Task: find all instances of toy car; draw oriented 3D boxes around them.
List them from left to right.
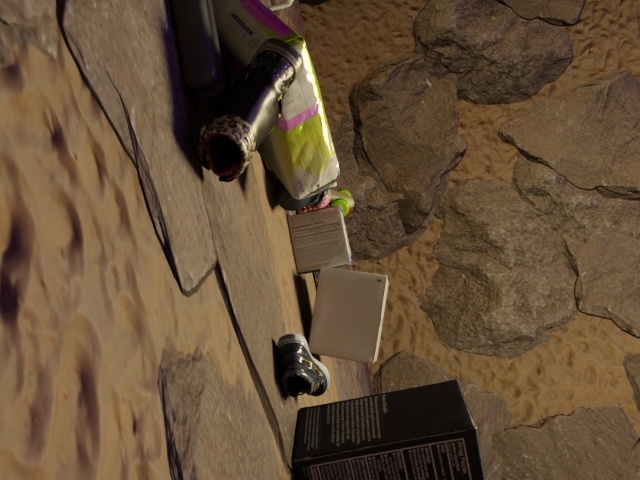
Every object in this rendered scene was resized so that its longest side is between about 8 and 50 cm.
[{"bbox_3d":[0.005,-0.056,2.042,0.155,0.149,0.188,-70,177,-73],"label":"toy car"}]

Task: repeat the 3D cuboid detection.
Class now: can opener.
[{"bbox_3d":[-0.151,-0.336,0.953,0.076,0.095,0.283,47,31,-78],"label":"can opener"}]

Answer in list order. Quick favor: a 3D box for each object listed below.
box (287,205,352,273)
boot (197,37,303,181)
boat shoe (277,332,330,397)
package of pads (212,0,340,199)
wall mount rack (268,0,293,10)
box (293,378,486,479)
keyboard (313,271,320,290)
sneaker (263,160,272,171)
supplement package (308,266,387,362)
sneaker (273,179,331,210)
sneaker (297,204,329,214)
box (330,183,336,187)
[{"bbox_3d":[0.000,0.000,1.644,0.072,0.126,0.137,30,49,-81],"label":"box"},{"bbox_3d":[-0.117,-0.150,0.977,0.236,0.085,0.178,-45,-164,58],"label":"boot"},{"bbox_3d":[-0.029,0.239,1.204,0.183,0.065,0.083,62,17,-47],"label":"boat shoe"},{"bbox_3d":[-0.075,-0.237,1.175,0.229,0.101,0.296,53,-13,44],"label":"package of pads"},{"bbox_3d":[-0.125,-0.581,1.573,0.304,0.131,0.349,71,8,-53],"label":"wall mount rack"},{"bbox_3d":[0.132,0.428,1.217,0.182,0.294,0.296,-82,161,-74],"label":"box"},{"bbox_3d":[0.007,0.117,1.953,0.100,0.038,0.191,20,60,-84],"label":"keyboard"},{"bbox_3d":[-0.085,-0.243,1.512,0.095,0.105,0.236,72,31,-56],"label":"sneaker"},{"bbox_3d":[0.068,0.170,1.614,0.203,0.149,0.194,49,49,-80],"label":"supplement package"},{"bbox_3d":[-0.021,-0.118,1.563,0.131,0.112,0.319,47,17,-16],"label":"sneaker"},{"bbox_3d":[-0.020,-0.026,1.833,0.225,0.088,0.092,-95,-168,-49],"label":"sneaker"},{"bbox_3d":[-0.038,-0.245,1.815,0.181,0.119,0.181,-95,172,-53],"label":"box"}]
